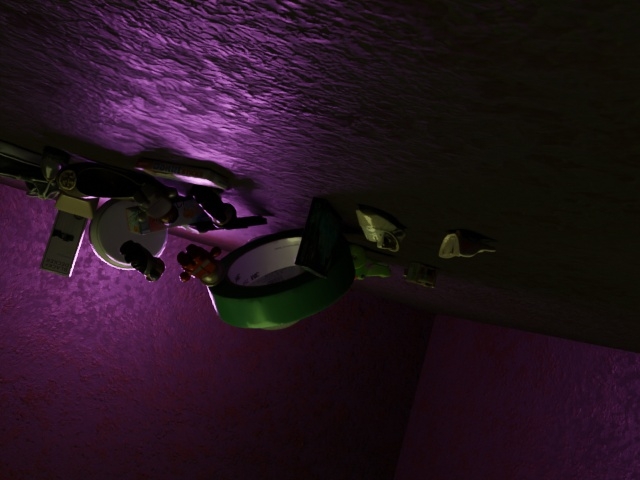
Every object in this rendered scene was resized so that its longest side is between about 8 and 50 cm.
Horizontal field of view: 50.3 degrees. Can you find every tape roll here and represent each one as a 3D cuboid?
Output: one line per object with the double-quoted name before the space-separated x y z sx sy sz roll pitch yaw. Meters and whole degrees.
"tape roll" -0.086 0.074 1.499 0.322 0.077 0.321 -13 -158 5

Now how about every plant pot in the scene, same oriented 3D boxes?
"plant pot" -0.665 -0.136 1.883 0.109 0.109 0.096 17 161 -15

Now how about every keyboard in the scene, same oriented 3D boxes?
"keyboard" -0.220 -0.042 1.649 0.180 0.023 0.108 -8 -167 -29

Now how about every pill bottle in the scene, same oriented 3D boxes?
"pill bottle" -0.587 -0.024 2.074 0.224 0.223 0.392 18 174 -19

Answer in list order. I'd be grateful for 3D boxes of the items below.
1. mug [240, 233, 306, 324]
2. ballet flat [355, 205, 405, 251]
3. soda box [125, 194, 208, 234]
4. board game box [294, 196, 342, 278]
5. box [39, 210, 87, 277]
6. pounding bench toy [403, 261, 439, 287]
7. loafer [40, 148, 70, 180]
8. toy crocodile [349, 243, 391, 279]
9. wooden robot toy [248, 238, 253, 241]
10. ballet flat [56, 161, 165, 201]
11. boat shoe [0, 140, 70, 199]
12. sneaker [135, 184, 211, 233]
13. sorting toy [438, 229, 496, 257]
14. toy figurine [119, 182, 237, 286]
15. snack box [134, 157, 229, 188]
"mug" -0.097 0.104 2.026 0.375 0.276 0.328 -14 169 -7
"ballet flat" 0.108 -0.015 1.207 0.057 0.052 0.168 12 173 33
"soda box" -0.353 -0.062 1.576 0.183 0.058 0.063 -17 -161 -42
"board game box" 0.000 0.000 1.273 0.026 0.126 0.186 14 174 13
"box" -0.748 -0.040 2.038 0.087 0.289 0.169 17 175 -18
"pounding bench toy" 0.262 0.090 1.782 0.065 0.052 0.083 17 174 -21
"loafer" -0.615 -0.171 1.572 0.062 0.061 0.170 18 173 -15
"toy crocodile" 0.017 0.047 1.765 0.341 0.105 0.115 16 174 -8
"wooden robot toy" -0.219 0.041 2.436 0.076 0.078 0.173 21 171 -43
"ballet flat" -0.474 -0.125 1.531 0.250 0.084 0.058 11 -172 1
"boat shoe" -0.704 -0.158 1.720 0.113 0.104 0.306 10 172 41
"sneaker" -0.373 -0.081 1.680 0.105 0.095 0.236 21 179 36
"sorting toy" 0.252 0.011 1.151 0.075 0.044 0.083 10 175 -14
"toy figurine" -0.295 -0.011 1.438 0.210 0.212 0.148 0 160 16
"snack box" -0.260 -0.126 1.275 0.178 0.022 0.064 12 174 29
